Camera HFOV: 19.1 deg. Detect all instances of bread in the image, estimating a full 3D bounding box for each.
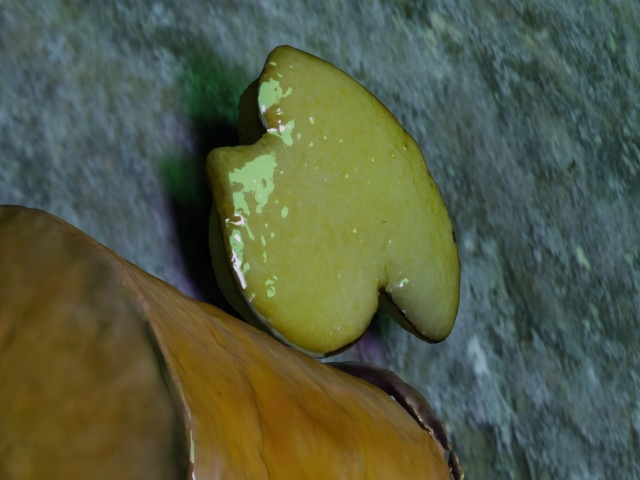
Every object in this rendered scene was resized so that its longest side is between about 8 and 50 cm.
[{"bbox_3d":[0.000,0.000,0.965,0.188,0.065,0.149,42,51,-39],"label":"bread"}]

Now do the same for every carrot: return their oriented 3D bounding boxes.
[{"bbox_3d":[-0.073,0.103,0.723,0.254,0.196,0.196,26,50,-60],"label":"carrot"}]
